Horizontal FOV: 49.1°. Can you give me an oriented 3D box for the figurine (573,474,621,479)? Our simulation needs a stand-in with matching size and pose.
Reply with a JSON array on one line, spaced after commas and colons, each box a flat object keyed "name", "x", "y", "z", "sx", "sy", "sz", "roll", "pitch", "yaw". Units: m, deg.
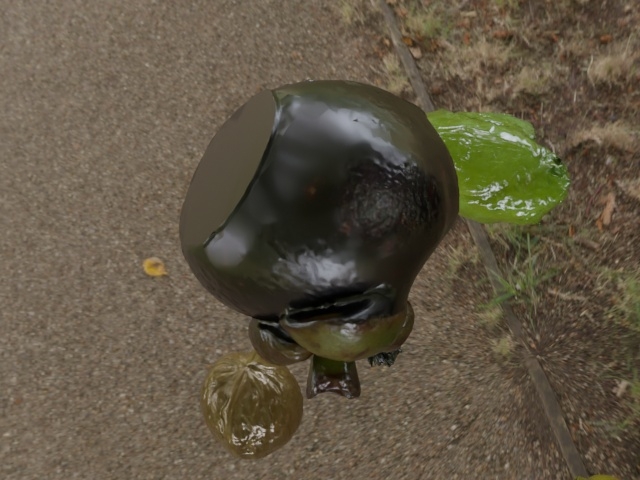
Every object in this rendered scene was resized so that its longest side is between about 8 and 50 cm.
[{"name": "figurine", "x": 0.587, "y": 0.497, "z": 1.212, "sx": 0.169, "sy": 0.327, "sz": 0.218, "roll": -17, "pitch": 58, "yaw": 59}]

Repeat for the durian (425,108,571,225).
[{"name": "durian", "x": 0.319, "y": -0.156, "z": 1.427, "sx": 0.340, "sy": 0.204, "sz": 0.255, "roll": 7, "pitch": 39, "yaw": 7}]

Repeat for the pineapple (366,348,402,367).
[{"name": "pineapple", "x": 0.040, "y": 0.129, "z": 1.001, "sx": 0.159, "sy": 0.074, "sz": 0.074, "roll": 27, "pitch": 90, "yaw": 17}]

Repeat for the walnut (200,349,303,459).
[{"name": "walnut", "x": -0.145, "y": 0.337, "z": 1.468, "sx": 0.228, "sy": 0.228, "sz": 0.227, "roll": -3, "pitch": 80, "yaw": 17}]

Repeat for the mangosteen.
[{"name": "mangosteen", "x": -0.003, "y": -0.004, "z": 0.649, "sx": 0.288, "sy": 0.233, "sz": 0.287, "roll": -31, "pitch": 46, "yaw": 39}]
